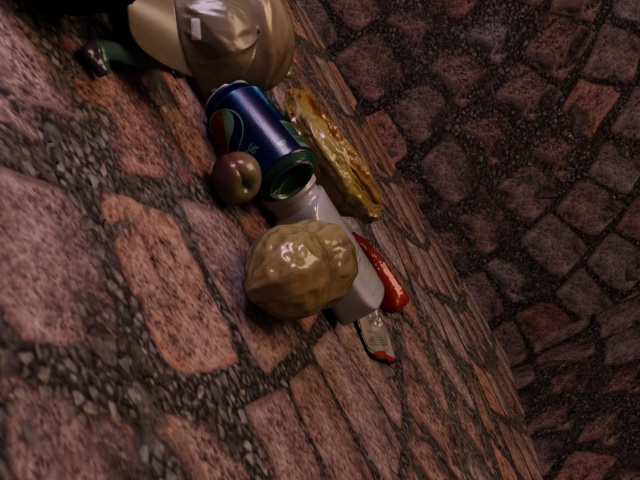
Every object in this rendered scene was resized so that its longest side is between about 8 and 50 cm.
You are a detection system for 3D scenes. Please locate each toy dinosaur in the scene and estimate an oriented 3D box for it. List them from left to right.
[{"bbox_3d":[-0.287,-0.365,1.247,0.331,0.129,0.383,11,50,-62],"label":"toy dinosaur"}]

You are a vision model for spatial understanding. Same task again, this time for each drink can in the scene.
[{"bbox_3d":[-0.101,-0.166,1.383,0.205,0.118,0.118,52,8,27],"label":"drink can"}]

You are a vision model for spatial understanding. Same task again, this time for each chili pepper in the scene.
[{"bbox_3d":[0.142,0.091,1.953,0.063,0.071,0.272,-24,78,-38],"label":"chili pepper"}]

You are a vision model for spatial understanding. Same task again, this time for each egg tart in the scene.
[{"bbox_3d":[0.005,-0.158,1.768,0.352,0.150,0.352,54,9,-13],"label":"egg tart"}]

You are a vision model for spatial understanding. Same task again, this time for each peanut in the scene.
[{"bbox_3d":[-0.026,0.041,1.253,0.152,0.152,0.313,63,15,7],"label":"peanut"}]

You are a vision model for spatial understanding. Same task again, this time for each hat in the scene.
[{"bbox_3d":[-0.180,-0.318,1.172,0.173,0.144,0.166,43,33,-66],"label":"hat"}]

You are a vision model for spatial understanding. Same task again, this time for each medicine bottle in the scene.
[{"bbox_3d":[0.000,0.000,1.509,0.296,0.111,0.161,58,13,-20],"label":"medicine bottle"}]

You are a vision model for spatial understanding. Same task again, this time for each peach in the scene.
[{"bbox_3d":[-0.130,-0.097,1.284,0.083,0.083,0.083,56,14,-22],"label":"peach"}]

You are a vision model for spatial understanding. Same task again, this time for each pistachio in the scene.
[{"bbox_3d":[-0.171,-0.403,1.488,0.332,0.207,0.226,61,-32,21],"label":"pistachio"}]

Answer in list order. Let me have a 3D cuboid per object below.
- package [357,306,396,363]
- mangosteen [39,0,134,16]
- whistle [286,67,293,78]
[{"bbox_3d":[0.093,0.142,1.729,0.166,0.040,0.232,26,45,-63],"label":"package"},{"bbox_3d":[-0.309,-0.375,1.009,0.230,0.194,0.194,25,30,-24],"label":"mangosteen"},{"bbox_3d":[-0.122,-0.517,2.165,0.105,0.085,0.227,7,55,-63],"label":"whistle"}]
